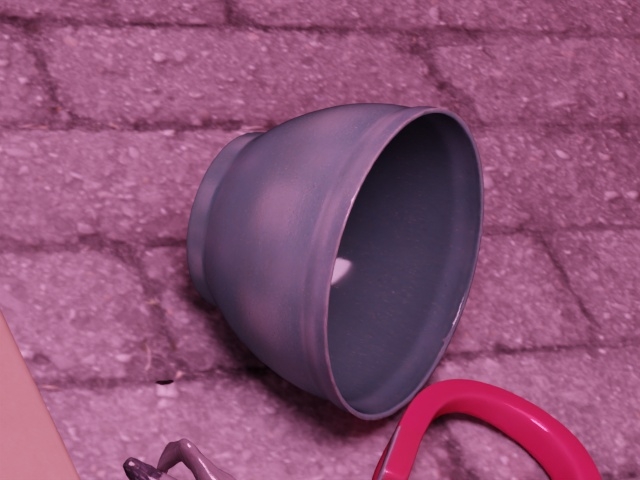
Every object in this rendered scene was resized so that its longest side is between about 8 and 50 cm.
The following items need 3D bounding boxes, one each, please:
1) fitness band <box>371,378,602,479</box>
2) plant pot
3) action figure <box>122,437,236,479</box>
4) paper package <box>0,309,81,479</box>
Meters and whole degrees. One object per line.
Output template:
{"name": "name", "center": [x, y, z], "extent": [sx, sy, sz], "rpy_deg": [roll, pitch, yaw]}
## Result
{"name": "fitness band", "center": [0.153, 0.235, 1.749], "extent": [0.209, 0.054, 0.291], "rpy_deg": [29, 31, 2]}
{"name": "plant pot", "center": [0.000, 0.000, 1.790], "extent": [0.196, 0.293, 0.293], "rpy_deg": [16, 33, 28]}
{"name": "action figure", "center": [-0.033, 0.315, 1.493], "extent": [0.330, 0.178, 0.341], "rpy_deg": [22, 36, 10]}
{"name": "paper package", "center": [-0.372, 0.168, 1.466], "extent": [0.309, 0.168, 0.325], "rpy_deg": [-6, 49, -33]}
